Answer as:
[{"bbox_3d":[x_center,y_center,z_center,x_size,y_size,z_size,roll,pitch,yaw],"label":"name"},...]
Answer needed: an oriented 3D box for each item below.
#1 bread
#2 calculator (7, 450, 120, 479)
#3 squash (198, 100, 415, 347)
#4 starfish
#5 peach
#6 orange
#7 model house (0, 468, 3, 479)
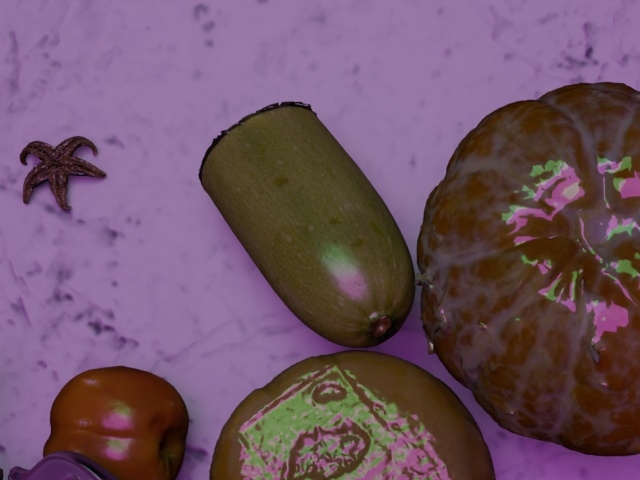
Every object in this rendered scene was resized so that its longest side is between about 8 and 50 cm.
[{"bbox_3d":[0.031,0.225,1.370,0.270,0.148,0.269,-1,75,3],"label":"bread"},{"bbox_3d":[-0.163,0.300,1.361,0.294,0.194,0.043,45,45,2],"label":"calculator"},{"bbox_3d":[0.000,0.000,1.402,0.132,0.132,0.247,-33,58,-2],"label":"squash"},{"bbox_3d":[-0.260,-0.069,1.533,0.091,0.028,0.078,-40,78,1],"label":"starfish"},{"bbox_3d":[-0.187,0.182,1.415,0.138,0.138,0.138,-1,77,6],"label":"peach"},{"bbox_3d":[0.242,0.019,1.342,0.329,0.249,0.329,-2,79,9],"label":"orange"},{"bbox_3d":[-0.361,0.192,1.403,0.181,0.176,0.248,22,85,11],"label":"model house"}]
